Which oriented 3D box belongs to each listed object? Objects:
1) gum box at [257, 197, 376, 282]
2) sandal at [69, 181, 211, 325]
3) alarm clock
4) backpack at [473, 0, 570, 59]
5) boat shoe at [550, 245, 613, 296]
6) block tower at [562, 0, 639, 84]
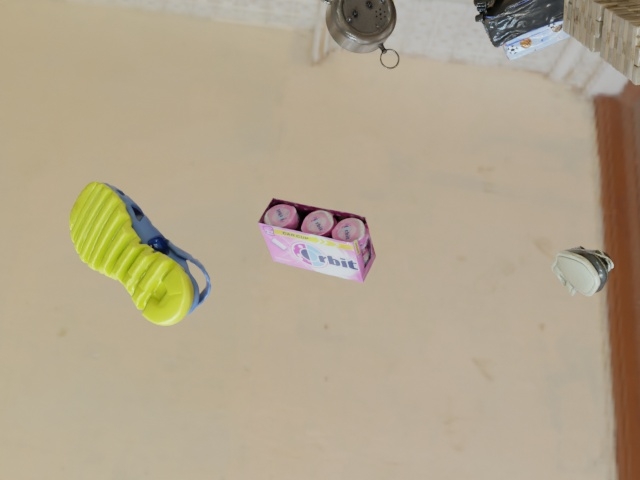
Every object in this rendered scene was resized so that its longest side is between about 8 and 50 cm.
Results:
[{"bbox_3d":[0.000,0.000,1.511,0.062,0.188,0.107,-62,-28,-31],"label":"gum box"},{"bbox_3d":[-0.294,0.023,1.471,0.126,0.317,0.138,-50,-24,15],"label":"sandal"},{"bbox_3d":[0.089,-0.407,1.678,0.192,0.129,0.064,56,163,-3],"label":"alarm clock"},{"bbox_3d":[0.544,-0.618,2.347,0.263,0.276,0.213,-88,-22,-53],"label":"backpack"},{"bbox_3d":[0.421,0.038,1.408,0.084,0.079,0.233,59,-175,7],"label":"boat shoe"},{"bbox_3d":[0.518,-0.364,1.526,0.335,0.097,0.091,-105,11,-61],"label":"block tower"}]
